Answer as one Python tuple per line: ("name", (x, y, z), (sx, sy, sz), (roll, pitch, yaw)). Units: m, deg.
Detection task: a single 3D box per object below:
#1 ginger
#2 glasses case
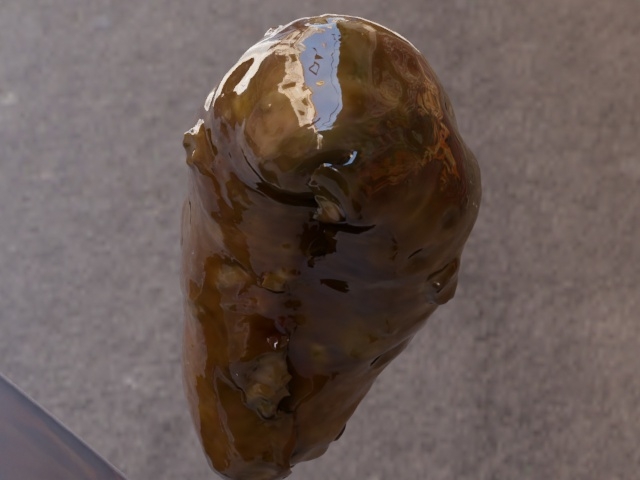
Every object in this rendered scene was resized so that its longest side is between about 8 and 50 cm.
("ginger", (0.000, 0.000, 0.949), (0.165, 0.321, 0.172), (17, 45, 7))
("glasses case", (-0.183, 0.135, 0.959), (0.059, 0.233, 0.092), (20, 71, 46))
